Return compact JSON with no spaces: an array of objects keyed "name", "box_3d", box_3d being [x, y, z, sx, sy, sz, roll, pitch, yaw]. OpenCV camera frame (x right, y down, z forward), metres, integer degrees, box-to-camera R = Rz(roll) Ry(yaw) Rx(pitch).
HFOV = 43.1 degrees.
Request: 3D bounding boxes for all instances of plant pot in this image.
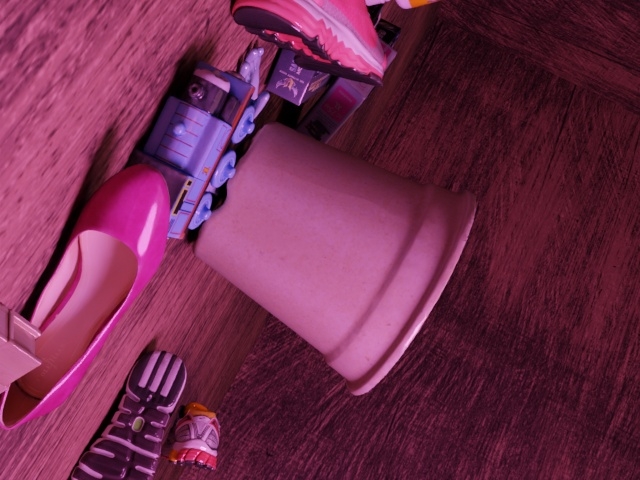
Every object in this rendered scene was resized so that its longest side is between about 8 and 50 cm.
[{"name":"plant pot","box_3d":[0.000,0.000,1.155,0.334,0.305,0.334,-60,-176,7]}]

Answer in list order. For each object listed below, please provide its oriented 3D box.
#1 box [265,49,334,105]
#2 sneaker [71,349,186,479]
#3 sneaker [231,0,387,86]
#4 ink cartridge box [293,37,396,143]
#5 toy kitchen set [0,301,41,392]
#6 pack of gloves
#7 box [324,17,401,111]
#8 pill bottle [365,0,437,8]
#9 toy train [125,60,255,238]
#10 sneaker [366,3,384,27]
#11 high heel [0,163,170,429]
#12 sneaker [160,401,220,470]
[{"name":"box","box_3d":[0.007,-0.306,1.183,0.183,0.059,0.233,-65,176,23]},{"name":"sneaker","box_3d":[-0.282,0.310,1.237,0.281,0.106,0.162,-62,179,-17]},{"name":"sneaker","box_3d":[0.019,-0.266,0.920,0.314,0.115,0.136,9,99,-70]},{"name":"ink cartridge box","box_3d":[-0.002,-0.201,1.409,0.311,0.065,0.186,-48,-174,40]},{"name":"toy kitchen set","box_3d":[-0.251,0.065,0.565,0.083,0.075,0.068,-32,-137,8]},{"name":"pack of gloves","box_3d":[-0.110,-0.120,1.018,0.195,0.046,0.232,-62,176,-21]},{"name":"box","box_3d":[0.089,-0.372,1.692,0.147,0.077,0.180,-65,176,33]},{"name":"pill bottle","box_3d":[0.155,-0.375,1.060,0.117,0.214,0.117,-10,90,-74]},{"name":"toy train","box_3d":[-0.127,-0.086,0.789,0.184,0.080,0.105,-63,170,2]},{"name":"sneaker","box_3d":[0.077,-0.396,1.513,0.075,0.057,0.161,105,9,-46]},{"name":"high heel","box_3d":[-0.203,0.049,0.680,0.244,0.082,0.117,-51,-168,24]},{"name":"sneaker","box_3d":[-0.191,0.301,1.256,0.225,0.088,0.093,145,-43,-69]}]
